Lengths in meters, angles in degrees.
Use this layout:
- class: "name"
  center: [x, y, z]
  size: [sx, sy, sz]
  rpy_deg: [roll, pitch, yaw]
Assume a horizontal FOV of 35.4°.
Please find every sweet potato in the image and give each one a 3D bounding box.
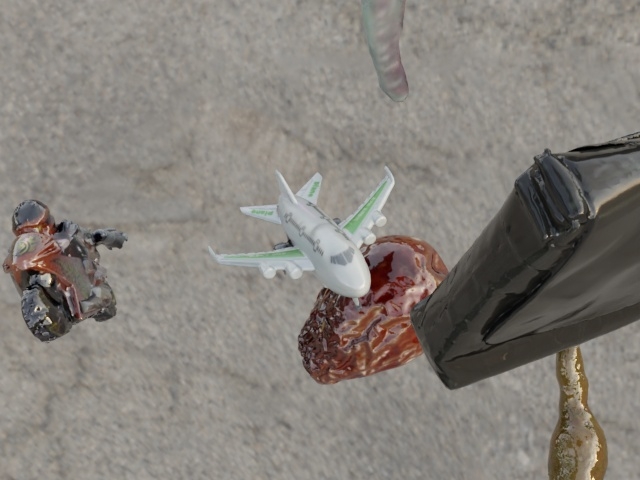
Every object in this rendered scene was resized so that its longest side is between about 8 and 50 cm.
- class: "sweet potato"
  center: [0.320, 0.247, 1.248]
  size: [0.074, 0.075, 0.270]
  rpy_deg: [0, 86, 16]

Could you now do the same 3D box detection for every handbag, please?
- class: "handbag"
  center: [0.189, -0.008, 0.657]
  size: [0.246, 0.223, 0.080]
  rpy_deg: [-16, 63, -27]

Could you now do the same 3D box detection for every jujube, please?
- class: "jujube"
  center: [0.070, 0.098, 1.347]
  size: [0.236, 0.168, 0.168]
  rpy_deg: [-41, 48, 21]

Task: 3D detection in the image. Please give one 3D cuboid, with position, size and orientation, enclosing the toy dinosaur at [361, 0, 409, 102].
- class: "toy dinosaur"
  center: [-0.014, -0.119, 0.131]
  size: [0.082, 0.209, 0.039]
  rpy_deg: [-25, 14, -20]

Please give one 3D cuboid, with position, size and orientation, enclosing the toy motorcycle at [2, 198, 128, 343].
- class: "toy motorcycle"
  center: [-0.385, 0.037, 1.556]
  size: [0.134, 0.401, 0.207]
  rpy_deg: [-23, 89, 10]

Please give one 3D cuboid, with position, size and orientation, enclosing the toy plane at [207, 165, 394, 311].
- class: "toy plane"
  center: [0.001, 0.003, 1.226]
  size: [0.251, 0.101, 0.255]
  rpy_deg: [-26, 40, -11]
